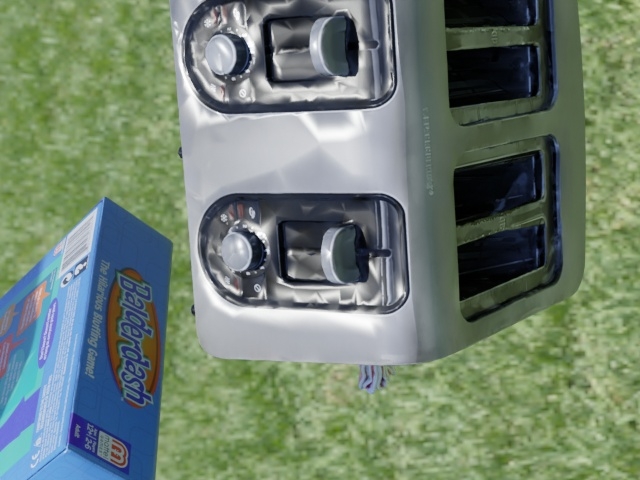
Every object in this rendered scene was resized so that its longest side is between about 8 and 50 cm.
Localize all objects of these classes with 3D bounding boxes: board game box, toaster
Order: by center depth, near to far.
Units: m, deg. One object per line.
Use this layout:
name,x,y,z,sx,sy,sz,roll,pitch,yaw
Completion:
toaster,0.032,-0.043,0.535,0.110,0.185,0.168,3,101,35
board game box,-0.154,0.100,0.590,0.210,0.047,0.160,-39,31,26

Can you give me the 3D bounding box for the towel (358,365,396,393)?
towel,0.000,0.000,0.899,0.144,0.029,0.197,66,-178,-61
